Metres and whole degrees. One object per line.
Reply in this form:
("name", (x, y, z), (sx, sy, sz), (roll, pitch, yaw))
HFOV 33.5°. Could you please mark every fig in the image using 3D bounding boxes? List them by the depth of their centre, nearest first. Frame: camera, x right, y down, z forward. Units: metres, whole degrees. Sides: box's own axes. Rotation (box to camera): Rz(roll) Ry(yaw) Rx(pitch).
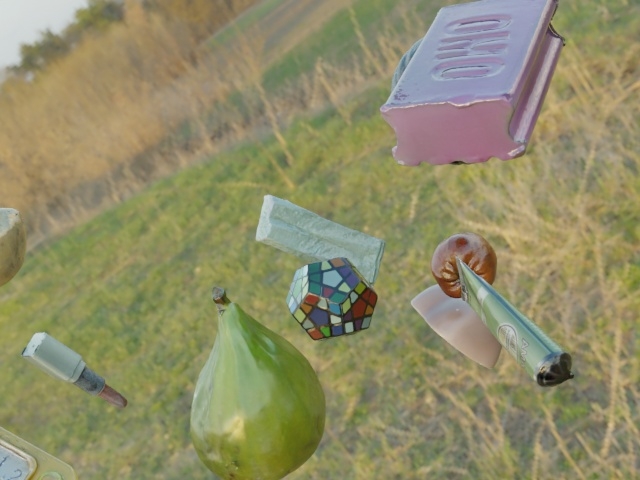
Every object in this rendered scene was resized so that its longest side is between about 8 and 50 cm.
("fig", (-0.120, 0.251, 1.666), (0.233, 0.314, 0.233), (-12, 52, 16))

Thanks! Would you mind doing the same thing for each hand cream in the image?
("hand cream", (0.248, 0.114, 1.404), (0.055, 0.086, 0.235), (-27, 43, -15))

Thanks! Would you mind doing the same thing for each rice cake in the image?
("rice cake", (0.000, 0.000, 1.765), (0.040, 0.226, 0.085), (-18, 52, 68))

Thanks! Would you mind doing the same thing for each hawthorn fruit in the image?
("hawthorn fruit", (0.260, 0.038, 1.967), (0.125, 0.125, 0.140), (-33, 54, 14))

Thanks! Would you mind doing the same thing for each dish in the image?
("dish", (0.290, 0.154, 2.137), (0.090, 0.213, 0.213), (-53, 13, 9))

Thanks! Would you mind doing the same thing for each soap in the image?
("soap", (0.141, -0.147, 0.955), (0.122, 0.065, 0.203), (-2, 35, 25))

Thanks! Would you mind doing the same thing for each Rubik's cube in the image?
("Rubik's cube", (0.016, 0.084, 1.531), (0.133, 0.133, 0.112), (-27, 14, 31))

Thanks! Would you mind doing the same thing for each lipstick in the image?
("lipstick", (-0.214, 0.120, 0.946), (0.025, 0.107, 0.025), (-8, 50, 50))

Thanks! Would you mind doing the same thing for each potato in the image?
("potato", (-0.503, 0.014, 1.591), (0.112, 0.112, 0.147), (-20, 24, 47))

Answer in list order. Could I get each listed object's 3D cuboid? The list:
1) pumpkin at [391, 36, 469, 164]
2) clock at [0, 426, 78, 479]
("pumpkin", (0.229, -0.234, 1.865), (0.248, 0.248, 0.248), (-34, 15, 10))
("clock", (-0.388, 0.294, 1.229), (0.143, 0.202, 0.096), (-56, -18, -34))
